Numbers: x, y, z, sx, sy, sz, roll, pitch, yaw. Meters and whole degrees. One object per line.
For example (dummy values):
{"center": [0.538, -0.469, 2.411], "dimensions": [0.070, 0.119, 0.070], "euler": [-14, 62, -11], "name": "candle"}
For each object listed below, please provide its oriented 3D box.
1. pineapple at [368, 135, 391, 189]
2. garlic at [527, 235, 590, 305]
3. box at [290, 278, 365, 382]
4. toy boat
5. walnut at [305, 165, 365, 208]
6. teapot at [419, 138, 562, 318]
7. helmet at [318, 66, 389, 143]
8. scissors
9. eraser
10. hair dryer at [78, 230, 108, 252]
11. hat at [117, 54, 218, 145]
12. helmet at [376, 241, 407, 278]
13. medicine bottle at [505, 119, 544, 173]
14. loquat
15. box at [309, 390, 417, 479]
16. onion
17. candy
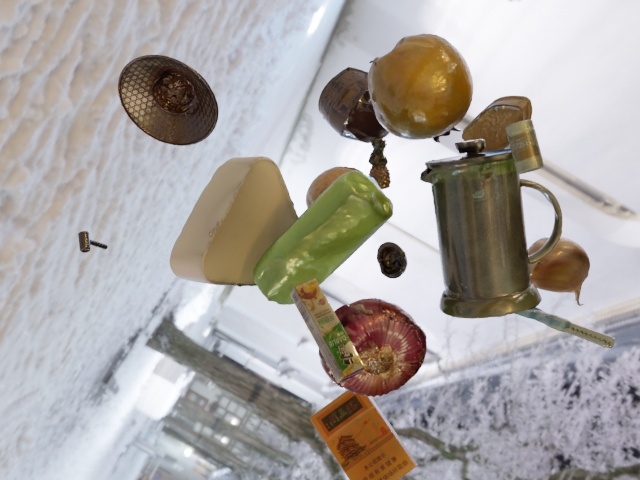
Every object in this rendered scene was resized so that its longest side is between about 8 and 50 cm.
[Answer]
{"center": [0.177, -0.235, 2.083], "dimensions": [0.074, 0.074, 0.159], "euler": [-64, 151, -71], "name": "pineapple"}
{"center": [0.634, 0.072, 1.785], "dimensions": [0.148, 0.267, 0.128], "euler": [-49, -153, 39], "name": "garlic"}
{"center": [0.011, 0.171, 1.319], "dimensions": [0.050, 0.207, 0.041], "euler": [-19, 157, -27], "name": "box"}
{"center": [0.452, -0.290, 1.743], "dimensions": [0.188, 0.116, 0.061], "euler": [-43, 178, 35], "name": "toy boat"}
{"center": [0.055, -0.098, 1.841], "dimensions": [0.195, 0.195, 0.222], "euler": [-61, -165, -16], "name": "walnut"}
{"center": [0.345, -0.036, 1.367], "dimensions": [0.200, 0.271, 0.336], "euler": [-105, -175, -81], "name": "teapot"}
{"center": [0.151, -0.418, 2.242], "dimensions": [0.224, 0.306, 0.177], "euler": [-61, -146, 28], "name": "helmet"}
{"center": [0.537, 0.186, 1.566], "dimensions": [0.125, 0.256, 0.030], "euler": [6, 104, -60], "name": "scissors"}
{"center": [-0.163, 0.002, 1.648], "dimensions": [0.150, 0.331, 0.331], "euler": [2, -125, 46], "name": "eraser"}
{"center": [-0.538, 0.010, 1.636], "dimensions": [0.026, 0.047, 0.083], "euler": [-22, 156, 22], "name": "hair dryer"}
{"center": [-0.272, -0.277, 1.288], "dimensions": [0.193, 0.193, 0.082], "euler": [-59, -172, 43], "name": "hat"}
{"center": [0.239, 0.061, 2.248], "dimensions": [0.070, 0.098, 0.123], "euler": [-12, 93, -64], "name": "helmet"}
{"center": [0.345, -0.158, 1.163], "dimensions": [0.047, 0.047, 0.083], "euler": [134, -58, -84], "name": "medicine bottle"}
{"center": [0.221, -0.328, 1.511], "dimensions": [0.243, 0.244, 0.244], "euler": [-60, -179, 3], "name": "loquat"}
{"center": [0.118, 0.557, 1.910], "dimensions": [0.174, 0.274, 0.076], "euler": [-36, 163, 1], "name": "box"}
{"center": [0.104, 0.210, 1.460], "dimensions": [0.230, 0.230, 0.163], "euler": [-60, -156, 23], "name": "onion"}
{"center": [0.000, 0.000, 1.436], "dimensions": [0.343, 0.132, 0.142], "euler": [-45, 172, 28], "name": "candy"}
